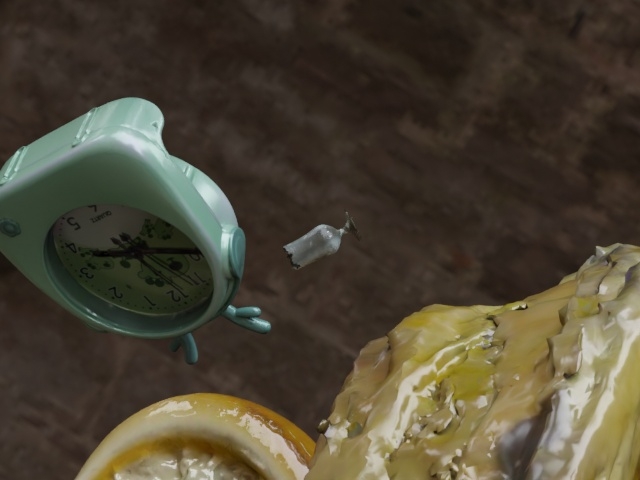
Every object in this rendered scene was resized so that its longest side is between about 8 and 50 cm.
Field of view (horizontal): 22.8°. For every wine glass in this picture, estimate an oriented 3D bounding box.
[{"bbox_3d":[0.000,0.000,1.725,0.042,0.083,0.039,63,-3,10],"label":"wine glass"}]

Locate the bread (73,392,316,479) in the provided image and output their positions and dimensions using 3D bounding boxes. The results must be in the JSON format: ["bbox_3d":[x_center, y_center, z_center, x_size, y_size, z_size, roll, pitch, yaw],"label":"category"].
[{"bbox_3d":[-0.093,0.370,1.618,0.424,0.329,0.245,58,-6,30],"label":"bread"}]

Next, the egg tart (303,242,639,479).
[{"bbox_3d":[0.057,0.148,0.726,0.150,0.352,0.352,23,-7,10],"label":"egg tart"}]

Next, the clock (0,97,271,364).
[{"bbox_3d":[-0.128,0.006,1.140,0.159,0.066,0.211,-21,-57,31],"label":"clock"}]
